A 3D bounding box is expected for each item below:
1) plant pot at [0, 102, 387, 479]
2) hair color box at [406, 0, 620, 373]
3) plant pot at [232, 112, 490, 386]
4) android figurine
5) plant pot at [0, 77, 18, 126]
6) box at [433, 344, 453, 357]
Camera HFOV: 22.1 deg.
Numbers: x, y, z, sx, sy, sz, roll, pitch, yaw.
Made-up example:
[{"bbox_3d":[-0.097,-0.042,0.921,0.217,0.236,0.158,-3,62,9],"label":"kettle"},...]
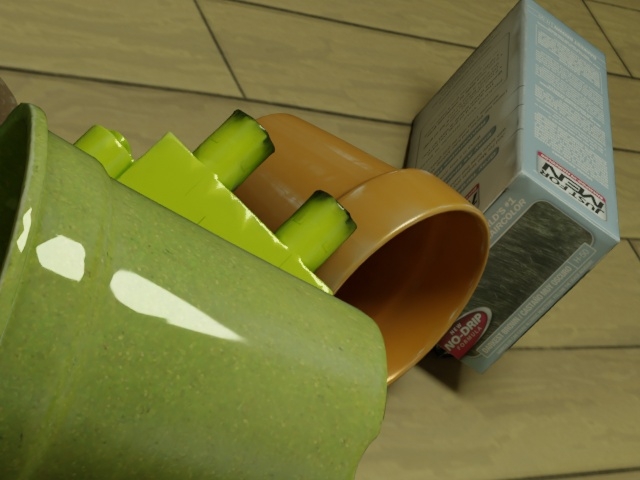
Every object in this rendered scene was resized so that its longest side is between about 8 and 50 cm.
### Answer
[{"bbox_3d":[-0.108,0.088,0.995,0.254,0.276,0.276,20,39,-19],"label":"plant pot"},{"bbox_3d":[0.173,-0.064,1.539,0.114,0.185,0.374,35,29,-13],"label":"hair color box"},{"bbox_3d":[0.000,0.000,1.326,0.205,0.205,0.188,-6,41,-49],"label":"plant pot"},{"bbox_3d":[-0.109,0.040,1.150,0.273,0.056,0.248,-43,89,-15],"label":"android figurine"},{"bbox_3d":[-0.289,-0.067,1.161,0.237,0.110,0.237,27,38,-23],"label":"plant pot"},{"bbox_3d":[0.116,0.068,1.511,0.067,0.018,0.083,-1,53,-47],"label":"box"}]
